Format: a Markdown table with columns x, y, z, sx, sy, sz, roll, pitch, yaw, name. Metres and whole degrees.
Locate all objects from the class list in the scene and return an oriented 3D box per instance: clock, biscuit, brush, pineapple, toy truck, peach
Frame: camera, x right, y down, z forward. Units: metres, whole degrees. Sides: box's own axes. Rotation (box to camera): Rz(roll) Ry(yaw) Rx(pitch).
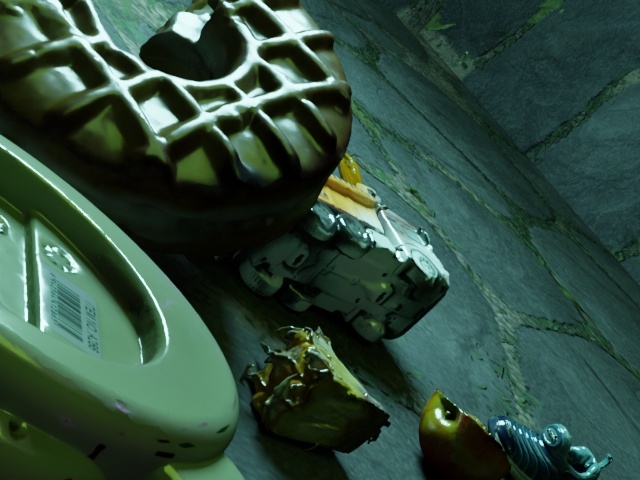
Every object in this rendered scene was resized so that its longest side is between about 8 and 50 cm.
| x | y | z | sx | sy | sz | roll | pitch | yaw | name |
| --- | --- | --- | --- | --- | --- | --- | --- | --- | --- |
| -0.178 | 0.038 | 0.629 | 0.309 | 0.114 | 0.284 | 38 | 11 | -28 | clock |
| -0.117 | -0.111 | 0.980 | 0.366 | 0.115 | 0.268 | -20 | 65 | -45 | biscuit |
| 0.046 | -0.058 | 1.606 | 0.090 | 0.017 | 0.314 | 41 | 15 | -20 | brush |
| 0.003 | 0.115 | 0.962 | 0.116 | 0.069 | 0.137 | 42 | 14 | -5 | pineapple |
| 0.000 | 0.000 | 1.180 | 0.270 | 0.114 | 0.135 | 26 | 28 | -41 | toy truck |
| 0.123 | 0.184 | 1.096 | 0.098 | 0.061 | 0.098 | 47 | -7 | 7 | peach |

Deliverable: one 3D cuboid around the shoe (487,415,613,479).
| x | y | z | sx | sy | sz | roll | pitch | yaw | name |
| --- | --- | --- | --- | --- | --- | --- | --- | --- | --- |
| 0.229 | 0.218 | 1.251 | 0.143 | 0.071 | 0.064 | 33 | 18 | -19 | shoe |
